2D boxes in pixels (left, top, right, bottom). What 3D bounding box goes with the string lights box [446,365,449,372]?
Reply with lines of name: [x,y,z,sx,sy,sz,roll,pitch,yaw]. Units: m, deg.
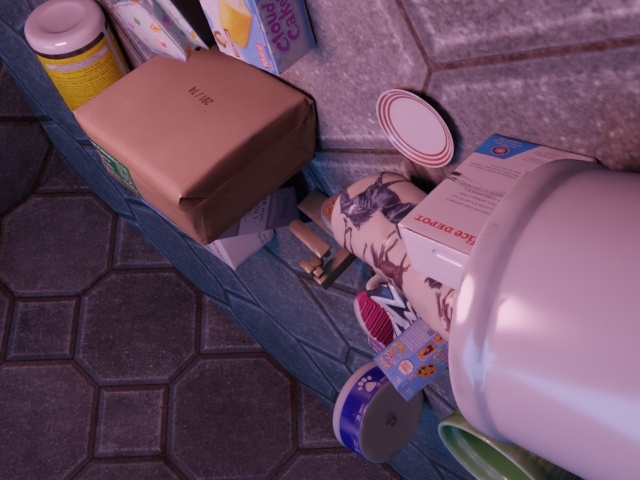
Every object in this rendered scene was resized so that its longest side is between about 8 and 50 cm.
string lights box: [0.288,0.237,1.210,0.133,0.077,0.260,46,-179,0]

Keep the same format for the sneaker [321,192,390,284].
sneaker: [0.123,0.021,1.194,0.302,0.108,0.121,33,152,27]

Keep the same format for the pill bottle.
pill bottle: [-0.587,-0.430,1.600,0.188,0.188,0.334,36,158,25]

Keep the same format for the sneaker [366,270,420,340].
sneaker: [0.162,0.130,1.351,0.153,0.094,0.235,41,159,16]

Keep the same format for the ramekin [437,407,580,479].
ramekin: [0.421,0.449,1.370,0.303,0.148,0.303,38,159,18]

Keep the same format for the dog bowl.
dog bowl: [0.165,0.479,1.761,0.104,0.265,0.264,20,148,47]

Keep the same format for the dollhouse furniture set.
dollhouse furniture set: [0.000,0.000,1.384,0.123,0.144,0.151,41,175,25]

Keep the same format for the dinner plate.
dinner plate: [0.141,-0.167,0.931,0.141,0.017,0.141,39,160,18]

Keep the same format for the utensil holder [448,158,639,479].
utensil holder: [0.372,0.112,0.578,0.386,0.327,0.327,20,148,47]

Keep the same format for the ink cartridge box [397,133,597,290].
ink cartridge box: [0.218,-0.029,0.771,0.148,0.203,0.085,27,151,42]

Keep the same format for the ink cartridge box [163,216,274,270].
ink cartridge box: [-0.338,-0.129,1.730,0.385,0.160,0.279,32,156,33]

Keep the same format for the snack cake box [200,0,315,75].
snack cake box: [-0.116,-0.387,0.908,0.152,0.089,0.264,30,154,35]

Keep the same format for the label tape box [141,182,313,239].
label tape box: [-0.184,-0.109,1.387,0.241,0.334,0.105,30,119,37]

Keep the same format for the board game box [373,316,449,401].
board game box: [0.202,0.179,1.137,0.039,0.211,0.160,50,178,-12]

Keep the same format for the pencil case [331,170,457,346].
pencil case: [0.174,0.038,0.931,0.183,0.160,0.410,48,178,-41]

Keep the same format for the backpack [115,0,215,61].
backpack: [-0.264,-0.404,1.085,0.166,0.144,0.188,44,175,-42]

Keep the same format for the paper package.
paper package: [-0.225,-0.195,1.167,0.325,0.309,0.168,36,155,27]

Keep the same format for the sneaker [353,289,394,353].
sneaker: [0.150,0.221,1.532,0.252,0.103,0.111,54,157,-21]
